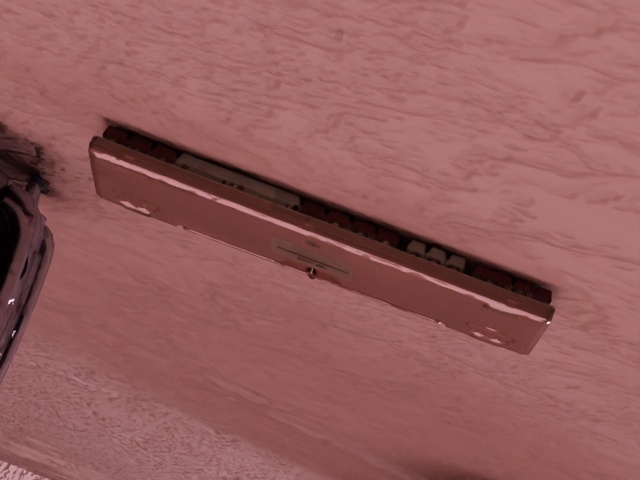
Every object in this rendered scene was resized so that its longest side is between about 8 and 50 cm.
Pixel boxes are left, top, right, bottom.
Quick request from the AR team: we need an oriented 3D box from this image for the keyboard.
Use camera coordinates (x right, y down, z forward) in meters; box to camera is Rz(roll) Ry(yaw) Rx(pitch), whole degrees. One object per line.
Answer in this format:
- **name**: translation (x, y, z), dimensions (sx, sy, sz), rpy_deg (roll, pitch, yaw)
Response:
- **keyboard**: translation (0.000, 0.000, 0.670), dimensions (0.166, 0.017, 0.055), rpy_deg (21, 163, 4)

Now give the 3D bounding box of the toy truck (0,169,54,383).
- **toy truck**: translation (-0.240, -0.011, 0.782), dimensions (0.268, 0.124, 0.155), rpy_deg (22, 175, 5)
